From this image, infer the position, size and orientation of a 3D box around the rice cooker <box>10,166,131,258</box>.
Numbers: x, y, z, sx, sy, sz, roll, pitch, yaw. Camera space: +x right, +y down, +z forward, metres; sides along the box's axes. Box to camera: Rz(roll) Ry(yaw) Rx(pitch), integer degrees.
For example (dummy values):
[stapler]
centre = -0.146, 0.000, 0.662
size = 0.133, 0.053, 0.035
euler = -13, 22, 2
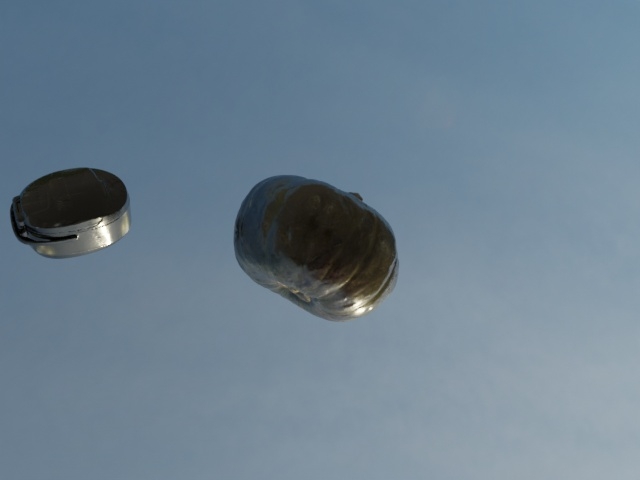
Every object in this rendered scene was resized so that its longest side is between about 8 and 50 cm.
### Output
[rice cooker]
centre = -0.357, -0.038, 1.069
size = 0.165, 0.106, 0.112
euler = -17, -123, -11

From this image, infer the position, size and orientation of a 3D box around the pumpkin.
[pumpkin]
centre = 0.000, 0.000, 0.901
size = 0.219, 0.219, 0.162
euler = 37, -108, -17
